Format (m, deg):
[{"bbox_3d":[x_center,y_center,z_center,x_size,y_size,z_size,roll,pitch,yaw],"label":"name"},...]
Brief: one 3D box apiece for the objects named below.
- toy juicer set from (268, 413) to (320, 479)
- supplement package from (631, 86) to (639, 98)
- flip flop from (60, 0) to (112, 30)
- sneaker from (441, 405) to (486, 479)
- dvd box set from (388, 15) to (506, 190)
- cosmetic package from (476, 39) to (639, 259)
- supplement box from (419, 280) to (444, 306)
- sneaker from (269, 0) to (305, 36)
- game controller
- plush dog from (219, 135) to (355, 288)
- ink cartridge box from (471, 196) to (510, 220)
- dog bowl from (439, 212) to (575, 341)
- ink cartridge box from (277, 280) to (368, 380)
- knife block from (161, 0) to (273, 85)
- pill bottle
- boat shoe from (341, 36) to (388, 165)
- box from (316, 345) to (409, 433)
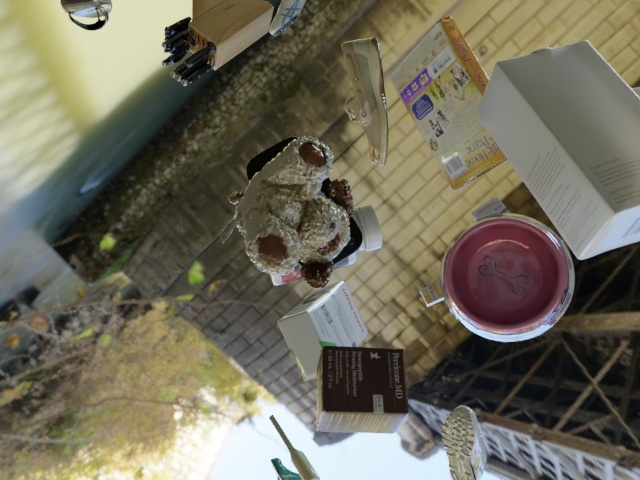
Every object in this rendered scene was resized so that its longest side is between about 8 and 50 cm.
[{"bbox_3d":[-0.036,0.529,1.193,0.090,0.328,0.209,-23,-166,-19],"label":"toy juicer set"},{"bbox_3d":[0.698,-0.227,1.441,0.263,0.197,0.199,-11,168,-18],"label":"supplement package"},{"bbox_3d":[-0.564,-0.555,1.490,0.112,0.080,0.277,-19,-159,-8],"label":"flip flop"},{"bbox_3d":[0.367,0.505,1.522,0.095,0.234,0.090,-23,-154,-39],"label":"sneaker"},{"bbox_3d":[0.385,-0.383,1.770,0.062,0.420,0.308,-27,175,-26],"label":"dvd box set"},{"bbox_3d":[0.487,-0.180,1.134,0.218,0.384,0.156,-15,148,-13],"label":"cosmetic package"},{"bbox_3d":[0.413,0.188,2.184,0.099,0.062,0.036,-24,157,-5],"label":"supplement box"},{"bbox_3d":[-0.075,-0.660,1.651,0.237,0.086,0.085,-57,-165,0],"label":"sneaker"},{"bbox_3d":[-0.039,-0.084,1.438,0.167,0.319,0.067,-30,175,-15],"label":"game controller"},{"bbox_3d":[-0.041,-0.036,1.155,0.211,0.226,0.262,-2,-117,54],"label":"plush dog"},{"bbox_3d":[0.592,-0.072,2.076,0.104,0.180,0.060,-35,144,10],"label":"ink cartridge box"},{"bbox_3d":[0.561,0.106,1.858,0.408,0.408,0.150,-43,162,9],"label":"dog bowl"},{"bbox_3d":[0.016,0.279,1.935,0.122,0.211,0.289,-23,-176,29],"label":"ink cartridge box"},{"bbox_3d":[-0.249,-0.484,1.498,0.276,0.241,0.088,0,154,-15],"label":"knife block"},{"bbox_3d":[0.000,0.000,1.681,0.319,0.176,0.176,-16,180,-5],"label":"pill bottle"},{"bbox_3d":[0.108,-0.325,1.461,0.098,0.302,0.109,-6,-163,8],"label":"boat shoe"},{"bbox_3d":[0.095,0.368,1.498,0.167,0.203,0.168,99,-8,-56],"label":"box"}]
